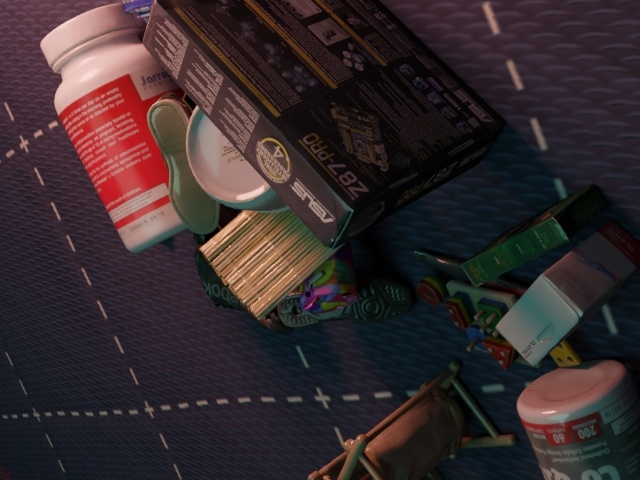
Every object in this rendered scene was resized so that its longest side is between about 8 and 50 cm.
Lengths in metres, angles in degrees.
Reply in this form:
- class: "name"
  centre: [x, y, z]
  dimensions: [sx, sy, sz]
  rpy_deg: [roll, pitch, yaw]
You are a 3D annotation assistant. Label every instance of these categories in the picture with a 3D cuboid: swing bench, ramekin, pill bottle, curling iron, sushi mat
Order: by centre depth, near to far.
- class: "pill bottle"
  centre: [0.393, 0.323, 1.357]
  dimensions: [0.161, 0.161, 0.283]
  rpy_deg: [-13, 103, 51]
- class: "ramekin"
  centre: [-0.096, -0.138, 1.419]
  dimensions: [0.207, 0.109, 0.207]
  rpy_deg: [4, 98, 27]
- class: "curling iron"
  centre: [0.245, 0.069, 1.462]
  dimensions: [0.274, 0.035, 0.068]
  rpy_deg: [25, 130, 36]
- class: "sushi mat"
  centre: [-0.027, -0.035, 1.518]
  dimensions: [0.151, 0.316, 0.019]
  rpy_deg: [47, 177, 13]
- class: "swing bench"
  centre: [0.131, 0.360, 1.596]
  dimensions: [0.165, 0.253, 0.255]
  rpy_deg: [53, 141, 9]
- class: "pill bottle"
  centre: [-0.331, -0.202, 1.770]
  dimensions: [0.229, 0.229, 0.408]
  rpy_deg: [-21, 97, 51]

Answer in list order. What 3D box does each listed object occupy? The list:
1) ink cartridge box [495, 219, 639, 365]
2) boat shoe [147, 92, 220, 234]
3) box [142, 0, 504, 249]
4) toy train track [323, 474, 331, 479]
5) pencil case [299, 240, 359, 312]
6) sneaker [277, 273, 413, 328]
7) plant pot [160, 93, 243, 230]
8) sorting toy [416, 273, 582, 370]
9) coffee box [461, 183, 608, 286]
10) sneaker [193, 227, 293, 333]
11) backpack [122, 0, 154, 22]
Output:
- class: "ink cartridge box"
  centre: [0.323, 0.066, 1.261]
  dimensions: [0.072, 0.175, 0.127]
  rpy_deg: [47, 140, 16]
- class: "boat shoe"
  centre: [-0.206, -0.122, 1.548]
  dimensions: [0.081, 0.069, 0.228]
  rpy_deg: [-11, 114, 9]
- class: "box"
  centre: [0.007, -0.210, 1.323]
  dimensions: [0.395, 0.318, 0.097]
  rpy_deg: [47, 139, 15]
- class: "toy train track"
  centre: [0.036, 0.375, 1.495]
  dimensions: [0.083, 0.014, 0.048]
  rpy_deg: [17, 132, 48]
- class: "pencil case"
  centre: [0.000, 0.000, 1.568]
  dimensions: [0.104, 0.104, 0.236]
  rpy_deg: [-37, 56, 51]
- class: "sneaker"
  centre: [0.052, 0.091, 1.661]
  dimensions: [0.227, 0.130, 0.087]
  rpy_deg: [-10, 102, 21]
- class: "plant pot"
  centre: [-0.123, -0.157, 1.619]
  dimensions: [0.187, 0.167, 0.188]
  rpy_deg: [49, 141, 13]
- class: "sorting toy"
  centre: [0.252, 0.134, 1.448]
  dimensions: [0.274, 0.046, 0.132]
  rpy_deg: [13, 137, 51]
- class: "coffee box"
  centre: [0.284, -0.005, 1.313]
  dimensions: [0.040, 0.113, 0.184]
  rpy_deg: [56, 140, 0]
- class: "sneaker"
  centre: [-0.142, 0.088, 1.850]
  dimensions: [0.276, 0.097, 0.135]
  rpy_deg: [43, 138, 23]
- class: "backpack"
  centre: [-0.258, -0.412, 1.651]
  dimensions: [0.158, 0.117, 0.173]
  rpy_deg: [11, 124, 45]
